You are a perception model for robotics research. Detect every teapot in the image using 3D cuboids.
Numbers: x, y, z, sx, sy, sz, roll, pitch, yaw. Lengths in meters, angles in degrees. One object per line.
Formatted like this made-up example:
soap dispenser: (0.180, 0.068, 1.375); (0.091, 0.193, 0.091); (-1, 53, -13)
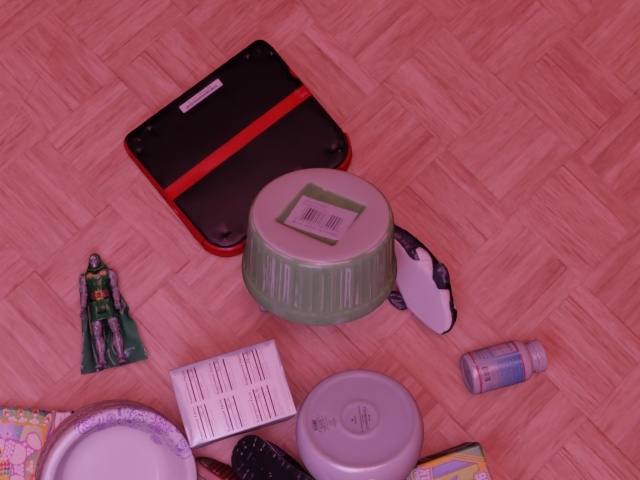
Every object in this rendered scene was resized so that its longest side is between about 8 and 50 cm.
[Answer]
teapot: (0.074, 0.381, 1.792); (0.252, 0.187, 0.256); (27, 53, 24)

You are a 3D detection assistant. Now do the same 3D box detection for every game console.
game console: (-0.162, -0.191, 2.016); (0.386, 0.060, 0.342); (-38, 80, -11)

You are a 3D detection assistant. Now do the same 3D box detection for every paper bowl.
paper bowl: (-0.382, 0.437, 1.789); (0.284, 0.148, 0.284); (-1, 92, -23)

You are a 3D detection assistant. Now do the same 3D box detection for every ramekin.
ramekin: (0.000, 0.000, 1.828); (0.303, 0.148, 0.303); (1, 45, -1)

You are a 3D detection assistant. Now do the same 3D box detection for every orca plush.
orca plush: (0.193, 0.056, 1.989); (0.287, 0.102, 0.151); (43, 123, 15)

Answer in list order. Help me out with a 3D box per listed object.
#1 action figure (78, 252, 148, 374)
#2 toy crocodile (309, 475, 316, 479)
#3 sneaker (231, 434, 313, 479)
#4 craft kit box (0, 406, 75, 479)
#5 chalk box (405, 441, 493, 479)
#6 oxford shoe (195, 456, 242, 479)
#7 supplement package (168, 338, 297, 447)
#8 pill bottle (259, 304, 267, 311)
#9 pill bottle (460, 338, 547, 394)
action figure: (-0.432, 0.137, 1.920); (0.137, 0.063, 0.232); (-13, 76, -4)
toy crocodile: (0.091, 0.563, 1.796); (0.105, 0.115, 0.340); (-48, 55, 9)
sneaker: (-0.036, 0.467, 1.789); (0.107, 0.124, 0.283); (-51, 54, 5)
craft kit box: (-0.606, 0.442, 1.845); (0.246, 0.061, 0.250); (3, 78, -1)
chalk box: (0.219, 0.485, 1.860); (0.213, 0.132, 0.132); (-19, 80, -7)
oxford shoe: (-0.109, 0.568, 1.818); (0.397, 0.140, 0.146); (39, 95, 11)
supplement package: (-0.165, 0.295, 1.836); (0.203, 0.194, 0.149); (-16, 79, -7)
pill bottle: (-0.019, 0.089, 1.929); (0.208, 0.119, 0.119); (-2, 78, -6)
pill bottle: (0.369, 0.250, 1.942); (0.160, 0.087, 0.087); (-13, 80, -7)
